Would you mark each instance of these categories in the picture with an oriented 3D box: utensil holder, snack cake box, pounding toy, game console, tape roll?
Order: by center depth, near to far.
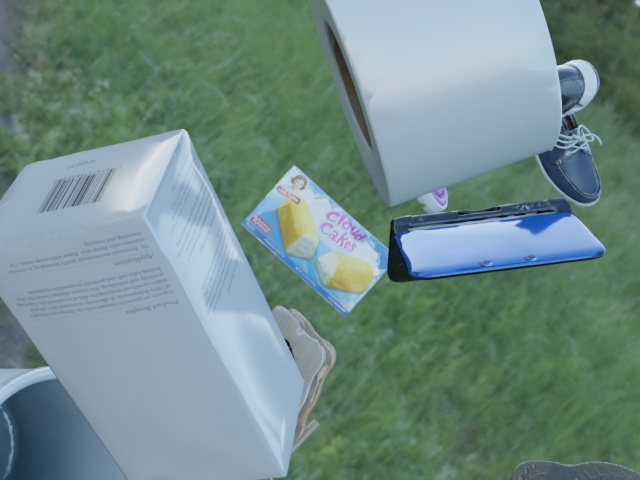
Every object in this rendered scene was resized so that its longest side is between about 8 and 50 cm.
[{"bbox_3d":[0.102,-0.173,0.870,0.246,0.169,0.246,-20,90,-90],"label":"tape roll"},{"bbox_3d":[-0.081,0.230,1.348,0.154,0.269,0.155,24,-1,17],"label":"pounding toy"},{"bbox_3d":[0.265,0.039,1.452,0.250,0.293,0.173,88,-5,-56],"label":"game console"},{"bbox_3d":[-0.550,0.370,1.549,0.386,0.327,0.327,-5,-35,42],"label":"utensil holder"},{"bbox_3d":[0.000,0.000,1.738,0.264,0.152,0.089,42,3,2],"label":"snack cake box"}]

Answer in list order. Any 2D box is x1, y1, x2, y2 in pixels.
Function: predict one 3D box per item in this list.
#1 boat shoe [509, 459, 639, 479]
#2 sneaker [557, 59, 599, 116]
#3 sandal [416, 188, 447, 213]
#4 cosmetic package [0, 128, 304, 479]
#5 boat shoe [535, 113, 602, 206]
[{"bbox_3d":[0.311,0.300,1.083,0.060,0.178,0.064,92,5,-57],"label":"boat shoe"},{"bbox_3d":[0.250,-0.162,1.212,0.106,0.234,0.078,-8,70,-39],"label":"sneaker"},{"bbox_3d":[0.199,-0.242,1.999,0.416,0.102,0.169,55,28,-33],"label":"sandal"},{"bbox_3d":[-0.171,0.090,0.958,0.155,0.197,0.365,-79,154,-50],"label":"cosmetic package"},{"bbox_3d":[0.429,-0.181,1.613,0.079,0.095,0.254,124,-51,-62],"label":"boat shoe"}]
